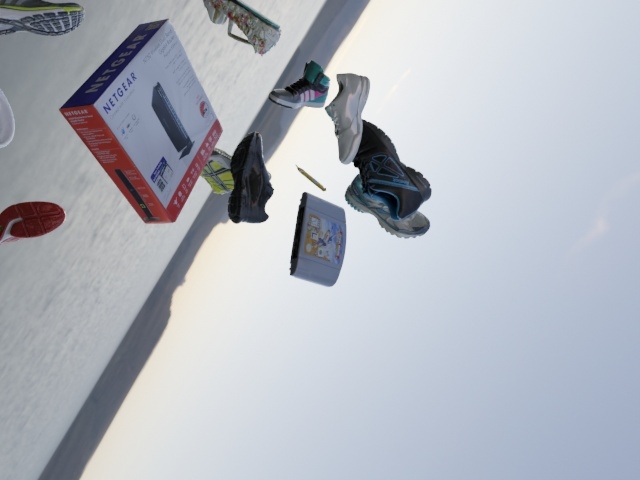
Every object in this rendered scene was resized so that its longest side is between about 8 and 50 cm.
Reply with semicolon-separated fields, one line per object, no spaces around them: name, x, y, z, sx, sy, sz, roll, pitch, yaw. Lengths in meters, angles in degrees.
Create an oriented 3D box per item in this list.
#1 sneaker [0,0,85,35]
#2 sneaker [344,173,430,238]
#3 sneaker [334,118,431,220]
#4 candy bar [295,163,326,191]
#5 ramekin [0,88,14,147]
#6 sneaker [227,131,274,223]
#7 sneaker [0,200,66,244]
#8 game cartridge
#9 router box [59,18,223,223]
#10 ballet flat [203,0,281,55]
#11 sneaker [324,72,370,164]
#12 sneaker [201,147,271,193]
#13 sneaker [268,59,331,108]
sneaker;-0.807;-0.637;1.265;0.111;0.300;0.121;-23;-101;64
sneaker;0.207;-0.108;1.409;0.110;0.283;0.122;-58;172;-35
sneaker;0.154;-0.204;1.299;0.139;0.341;0.125;-46;177;-18
candy bar;-0.033;-0.216;1.628;0.018;0.161;0.040;-49;-134;8
ramekin;-1.125;-0.410;1.464;0.135;0.277;0.277;-14;-157;5
sneaker;-0.203;-0.185;1.417;0.109;0.130;0.286;3;-95;53
sneaker;-0.697;-0.044;1.094;0.128;0.221;0.087;-132;-151;-77
game cartridge;0.000;0.000;1.594;0.062;0.198;0.297;-19;-121;54
router box;-0.358;-0.257;1.017;0.301;0.082;0.335;69;27;-46
ballet flat;-0.185;-0.467;0.961;0.077;0.241;0.091;-55;165;27
sneaker;0.052;-0.291;1.113;0.080;0.094;0.212;-151;-111;-70
sneaker;-0.371;-0.244;1.628;0.145;0.385;0.147;-73;-173;-77
sneaker;-0.065;-0.620;1.838;0.295;0.124;0.178;-18;141;-45
